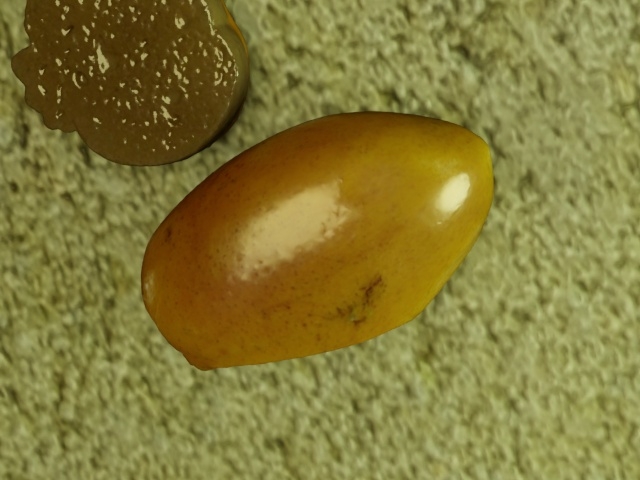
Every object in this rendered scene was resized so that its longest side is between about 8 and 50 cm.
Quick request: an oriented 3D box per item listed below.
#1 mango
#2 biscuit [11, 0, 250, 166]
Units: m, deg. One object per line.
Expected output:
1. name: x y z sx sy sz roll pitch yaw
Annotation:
1. mango: 0.000 0.000 0.973 0.252 0.126 0.154 -27 102 12
2. biscuit: -0.132 -0.131 1.024 0.170 0.050 0.170 4 103 16
